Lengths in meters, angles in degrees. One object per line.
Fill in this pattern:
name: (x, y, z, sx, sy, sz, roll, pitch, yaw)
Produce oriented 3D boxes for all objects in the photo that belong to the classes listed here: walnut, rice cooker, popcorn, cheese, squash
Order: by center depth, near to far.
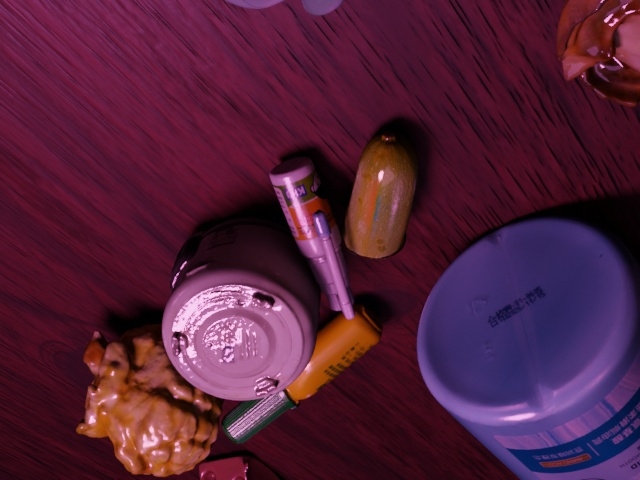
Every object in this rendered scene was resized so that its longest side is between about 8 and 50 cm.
walnut: (0.352, -0.238, 0.908, 0.238, 0.141, 0.204, 8, 152, -9)
squash: (0.083, -0.064, 1.181, 0.095, 0.095, 0.188, 6, 141, -3)
rice cooker: (-0.110, 0.092, 1.276, 0.226, 0.244, 0.226, 2, 118, 3)
popcorn: (-0.272, 0.256, 1.474, 0.224, 0.270, 0.258, -47, 161, 15)
cheese: (-0.153, 0.568, 1.952, 0.128, 0.203, 0.177, -19, 165, 23)

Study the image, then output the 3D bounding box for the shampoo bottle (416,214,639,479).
shampoo bottle: (0.355, 0.182, 1.280, 0.331, 0.331, 0.343, -22, 133, 29)

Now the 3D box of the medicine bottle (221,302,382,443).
medicine bottle: (-0.031, 0.220, 1.456, 0.309, 0.076, 0.111, -41, 154, 5)

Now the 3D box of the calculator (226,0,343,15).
calculator: (-0.083, -0.328, 0.903, 0.299, 0.041, 0.185, 33, 133, -29)

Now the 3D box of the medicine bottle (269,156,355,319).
medicine bottle: (0.000, 0.000, 1.208, 0.061, 0.092, 0.220, -24, 113, -6)
